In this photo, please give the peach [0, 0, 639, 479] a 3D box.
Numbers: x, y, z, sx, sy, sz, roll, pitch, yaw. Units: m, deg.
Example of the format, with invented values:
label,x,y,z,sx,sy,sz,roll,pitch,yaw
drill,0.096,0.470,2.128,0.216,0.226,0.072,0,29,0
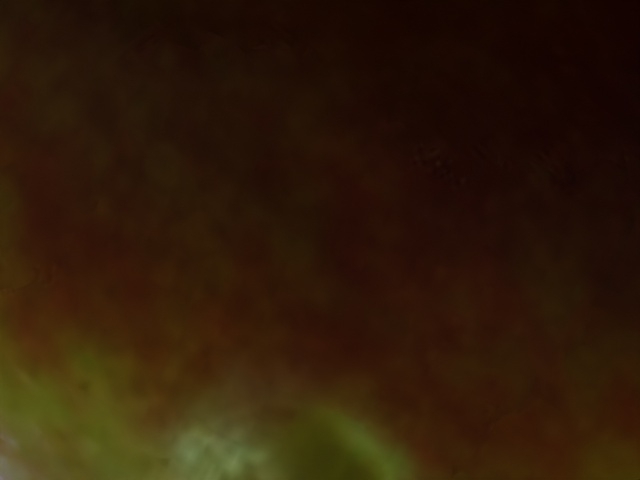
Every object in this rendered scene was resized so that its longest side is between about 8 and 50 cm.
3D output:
label,x,y,z,sx,sy,sz,roll,pitch,yaw
peach,0.000,0.000,0.646,0.388,0.388,0.388,20,173,3
